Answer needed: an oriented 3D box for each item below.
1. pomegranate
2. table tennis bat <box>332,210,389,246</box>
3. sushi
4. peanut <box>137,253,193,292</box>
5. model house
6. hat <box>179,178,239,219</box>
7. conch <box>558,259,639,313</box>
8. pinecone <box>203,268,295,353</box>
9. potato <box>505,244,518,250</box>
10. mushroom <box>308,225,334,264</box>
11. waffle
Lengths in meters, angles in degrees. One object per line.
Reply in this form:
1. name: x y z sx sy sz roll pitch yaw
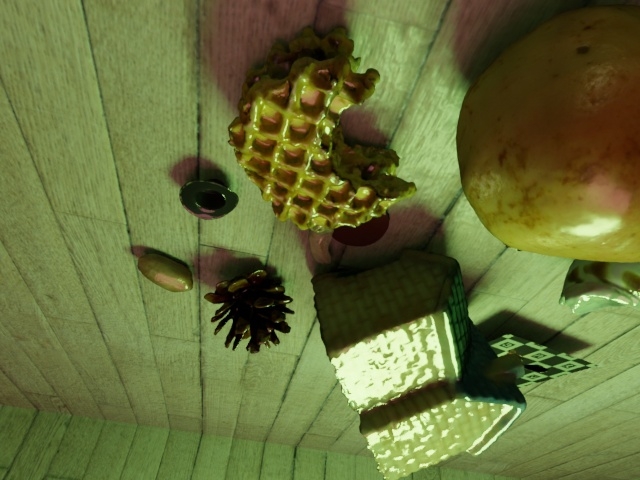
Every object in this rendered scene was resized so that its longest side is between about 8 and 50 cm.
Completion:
1. pomegranate: 0.353 -0.120 0.582 0.341 0.343 0.343 3 140 3
2. table tennis bat: 0.091 -0.057 0.906 0.130 0.019 0.221 15 140 -9
3. sushi: 0.571 0.361 1.309 0.358 0.064 0.343 21 142 -19
4. peanut: -0.394 0.083 1.088 0.152 0.076 0.076 33 133 -21
5. model house: 0.236 0.247 1.031 0.399 0.395 0.446 -21 118 6
6. hat: -0.227 -0.096 0.873 0.121 0.051 0.121 0 139 0
7. conch: 0.674 0.055 0.840 0.366 0.198 0.249 2 177 -3
8. pinecone: -0.173 0.186 1.094 0.228 0.202 0.202 6 162 -41
9. potato: 0.422 -0.071 0.808 0.163 0.081 0.200 11 137 -25
10. mushroom: -0.003 -0.002 0.955 0.059 0.054 0.202 36 154 22
11. waffle: -0.001 -0.157 0.701 0.260 0.151 0.324 -13 133 19
